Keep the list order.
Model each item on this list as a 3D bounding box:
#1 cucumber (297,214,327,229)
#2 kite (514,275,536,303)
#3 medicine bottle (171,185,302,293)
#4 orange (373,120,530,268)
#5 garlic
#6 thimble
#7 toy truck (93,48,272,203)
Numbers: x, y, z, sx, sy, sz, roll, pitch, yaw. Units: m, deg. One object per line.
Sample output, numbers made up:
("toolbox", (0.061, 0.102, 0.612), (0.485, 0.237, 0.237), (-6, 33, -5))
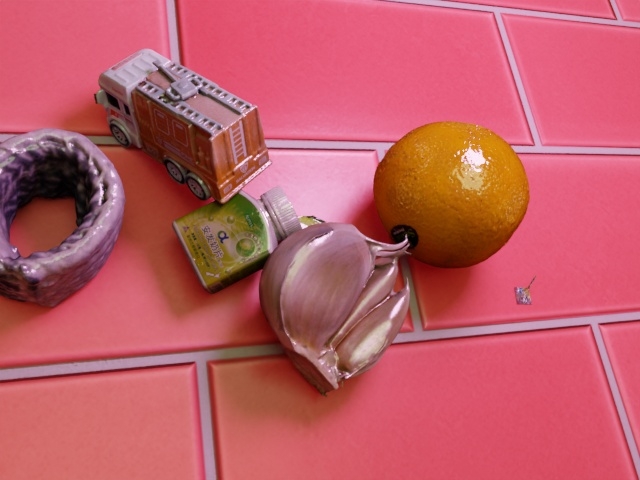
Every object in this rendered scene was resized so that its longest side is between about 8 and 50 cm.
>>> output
("cucumber", (0.000, 0.000, 1.127), (0.220, 0.046, 0.070), (28, 60, -7))
("kite", (0.411, 0.097, 1.246), (0.044, 0.002, 0.078), (23, 64, -8))
("medicine bottle", (-0.132, -0.011, 1.031), (0.188, 0.088, 0.132), (-28, 77, -6))
("orange", (0.232, -0.085, 1.118), (0.274, 0.274, 0.274), (7, 66, -16))
("garlic", (0.023, 0.093, 1.000), (0.237, 0.210, 0.292), (24, 75, 7))
("thimble", (-0.415, -0.031, 0.938), (0.217, 0.157, 0.245), (15, 63, -9))
("toy truck", (-0.235, -0.204, 1.025), (0.305, 0.162, 0.136), (32, 59, 24))
